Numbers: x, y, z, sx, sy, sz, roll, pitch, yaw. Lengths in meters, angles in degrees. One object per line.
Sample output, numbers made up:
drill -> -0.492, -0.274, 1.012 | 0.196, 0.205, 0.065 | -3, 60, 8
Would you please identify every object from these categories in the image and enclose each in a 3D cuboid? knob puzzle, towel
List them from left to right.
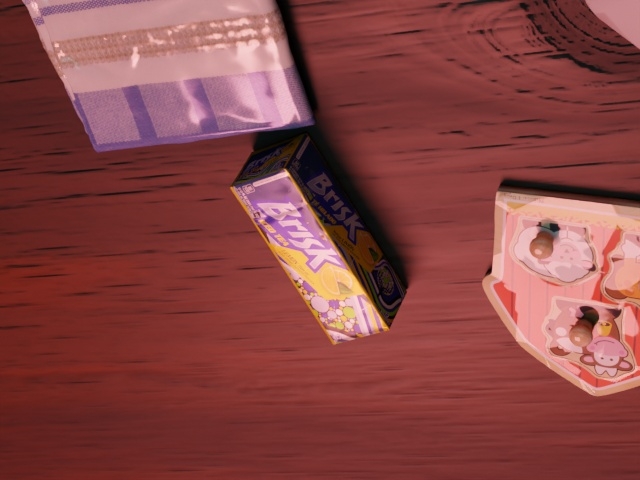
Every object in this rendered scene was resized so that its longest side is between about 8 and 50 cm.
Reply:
towel -> -0.135, -0.197, 1.367 | 0.209, 0.034, 0.285 | -5, 125, 23
knob puzzle -> 0.220, 0.052, 1.417 | 0.213, 0.030, 0.213 | 11, 129, 14

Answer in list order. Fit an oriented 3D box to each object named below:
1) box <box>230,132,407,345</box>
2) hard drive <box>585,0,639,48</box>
box -> 0.000, 0.000, 1.449 | 0.059, 0.054, 0.169 | -17, 118, 32
hard drive -> 0.297, -0.118, 1.105 | 0.210, 0.318, 0.040 | 36, 86, -7
